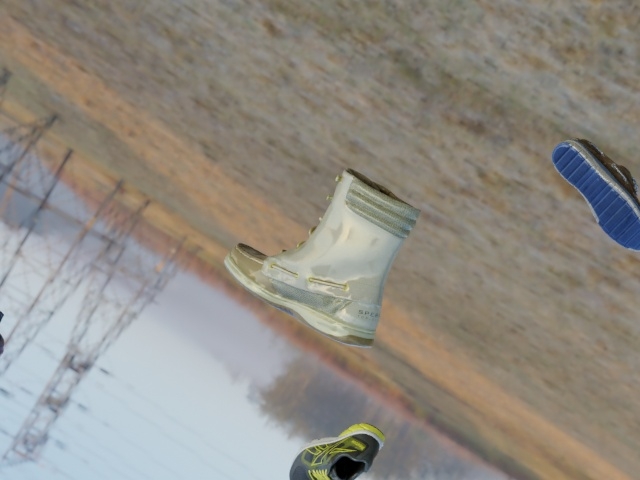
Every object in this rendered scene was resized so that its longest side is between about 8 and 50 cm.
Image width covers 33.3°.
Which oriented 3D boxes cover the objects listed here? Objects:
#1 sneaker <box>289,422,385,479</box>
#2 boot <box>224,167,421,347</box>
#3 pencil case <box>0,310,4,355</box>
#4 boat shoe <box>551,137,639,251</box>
[{"bbox_3d":[0.006,0.154,0.738,0.031,0.083,0.035,46,-148,-12],"label":"sneaker"},{"bbox_3d":[0.000,0.000,1.130,0.213,0.165,0.077,27,-171,40],"label":"boot"},{"bbox_3d":[-0.396,0.173,0.913,0.119,0.306,0.133,35,178,-42],"label":"pencil case"},{"bbox_3d":[0.395,-0.070,1.446,0.183,0.066,0.066,55,141,11],"label":"boat shoe"}]
